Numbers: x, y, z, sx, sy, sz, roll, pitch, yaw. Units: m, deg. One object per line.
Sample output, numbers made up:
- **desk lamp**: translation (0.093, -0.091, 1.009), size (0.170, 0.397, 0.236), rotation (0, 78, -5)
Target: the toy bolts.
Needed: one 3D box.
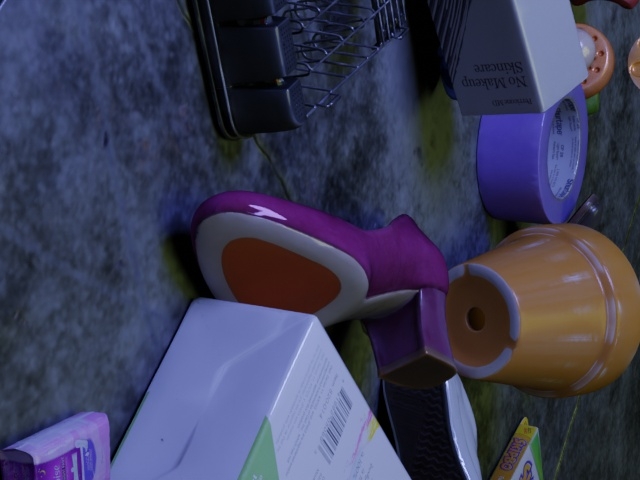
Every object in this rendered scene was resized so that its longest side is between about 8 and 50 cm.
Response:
- **toy bolts**: translation (0.388, -0.290, 1.599), size (0.158, 0.218, 0.229), rotation (36, 56, -73)

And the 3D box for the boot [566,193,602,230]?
- **boot**: translation (0.336, 0.046, 1.582), size (0.082, 0.106, 0.219), rotation (-40, 156, -48)

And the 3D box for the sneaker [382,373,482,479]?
- **sneaker**: translation (0.134, 0.260, 1.304), size (0.123, 0.105, 0.290), rotation (30, 55, -65)

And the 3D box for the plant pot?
- **plant pot**: translation (0.230, 0.084, 1.412), size (0.188, 0.205, 0.205), rotation (-2, 98, -46)

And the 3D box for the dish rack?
- **dish rack**: translation (-0.006, -0.224, 1.030), size (0.271, 0.074, 0.208), rotation (-48, 137, -49)

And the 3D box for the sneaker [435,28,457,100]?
- **sneaker**: translation (0.149, -0.222, 1.332), size (0.059, 0.053, 0.144), rotation (23, 68, -58)

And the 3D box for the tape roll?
- **tape roll**: translation (0.264, -0.115, 1.534), size (0.189, 0.080, 0.189), rotation (-18, 111, -60)

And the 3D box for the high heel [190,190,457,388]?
- **high heel**: translation (0.000, 0.000, 1.092), size (0.377, 0.127, 0.181), rotation (40, 32, -52)

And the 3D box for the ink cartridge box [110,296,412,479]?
- **ink cartridge box**: translation (-0.029, 0.235, 1.025), size (0.207, 0.119, 0.353), rotation (-65, 145, -31)

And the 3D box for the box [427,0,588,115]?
- **box**: translation (0.168, -0.266, 1.233), size (0.094, 0.113, 0.275), rotation (-37, 116, -37)

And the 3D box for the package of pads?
- **package of pads**: translation (-0.175, 0.150, 0.831), size (0.083, 0.032, 0.050), rotation (-21, 111, -59)

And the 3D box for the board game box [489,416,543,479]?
- **board game box**: translation (0.246, 0.359, 1.648), size (0.259, 0.039, 0.124), rotation (-51, 139, -49)
